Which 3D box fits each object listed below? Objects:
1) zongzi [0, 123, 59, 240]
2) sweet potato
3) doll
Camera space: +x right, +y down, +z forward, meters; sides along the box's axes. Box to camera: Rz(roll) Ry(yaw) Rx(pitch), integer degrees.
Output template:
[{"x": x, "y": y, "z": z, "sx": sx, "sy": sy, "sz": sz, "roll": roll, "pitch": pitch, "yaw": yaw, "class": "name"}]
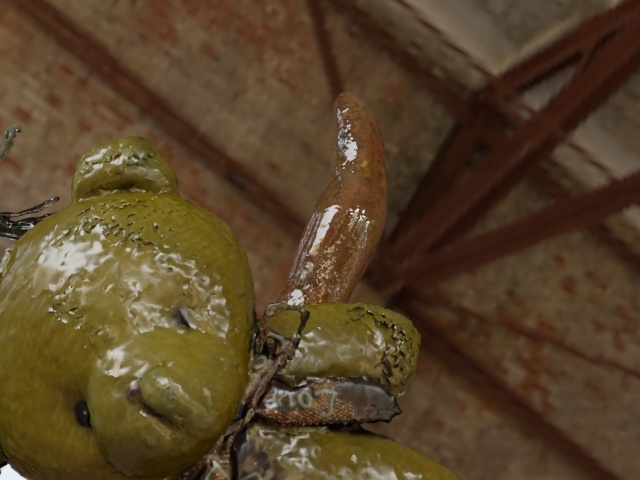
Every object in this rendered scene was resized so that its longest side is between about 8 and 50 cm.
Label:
[{"x": -0.394, "y": -0.024, "z": 1.163, "sx": 0.447, "sy": 0.418, "sz": 0.181, "roll": 37, "pitch": -63, "yaw": -18, "class": "zongzi"}, {"x": 0.009, "y": -0.003, "z": 1.415, "sx": 0.078, "sy": 0.255, "sz": 0.058, "roll": 0, "pitch": -28, "yaw": 39, "class": "sweet potato"}, {"x": -0.022, "y": 0.070, "z": 0.631, "sx": 0.209, "sy": 0.137, "sz": 0.097, "roll": 37, "pitch": -7, "yaw": -5, "class": "doll"}]
